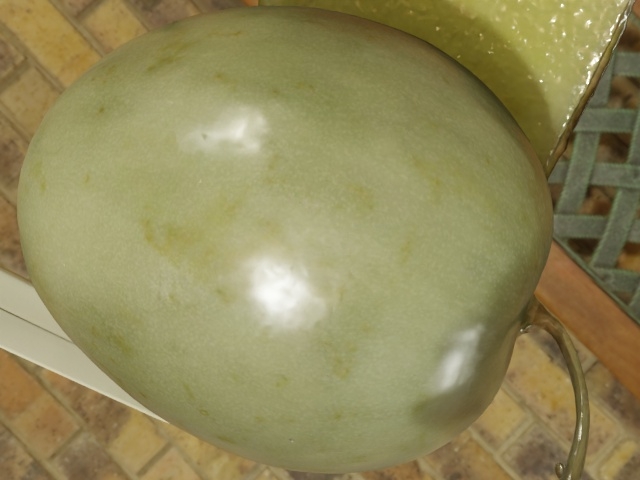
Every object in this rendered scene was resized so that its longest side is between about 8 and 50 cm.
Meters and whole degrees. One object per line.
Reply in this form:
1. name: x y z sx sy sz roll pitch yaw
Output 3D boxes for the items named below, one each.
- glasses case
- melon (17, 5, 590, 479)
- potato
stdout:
1. glasses case: -0.286 0.097 0.819 0.312 0.070 0.131 33 167 -26
2. melon: -0.015 -0.004 0.433 0.307 0.272 0.272 7 -179 -8
3. potato: 0.081 -0.147 0.588 0.255 0.270 0.112 28 -157 15
